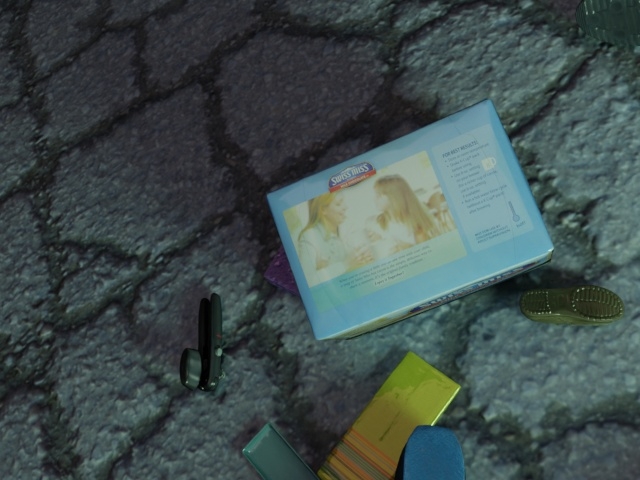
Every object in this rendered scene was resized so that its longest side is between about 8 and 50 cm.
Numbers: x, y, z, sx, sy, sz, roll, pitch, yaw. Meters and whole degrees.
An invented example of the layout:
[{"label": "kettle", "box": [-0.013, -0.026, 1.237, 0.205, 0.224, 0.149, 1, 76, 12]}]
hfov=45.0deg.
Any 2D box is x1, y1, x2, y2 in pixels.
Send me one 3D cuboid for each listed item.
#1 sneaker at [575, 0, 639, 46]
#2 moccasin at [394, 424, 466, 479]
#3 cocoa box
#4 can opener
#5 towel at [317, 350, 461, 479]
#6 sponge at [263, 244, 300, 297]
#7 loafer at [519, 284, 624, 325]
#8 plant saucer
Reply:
[{"label": "sneaker", "box": [0.583, -0.398, 1.251, 0.319, 0.112, 0.131, 2, 50, 22]}, {"label": "moccasin", "box": [0.144, 0.424, 1.021, 0.137, 0.117, 0.342, 13, 63, 8]}, {"label": "cocoa box", "box": [0.137, -0.016, 1.135, 0.347, 0.228, 0.231, -22, 79, 12]}, {"label": "can opener", "box": [-0.192, 0.173, 1.326, 0.059, 0.073, 0.186, -15, 51, 26]}, {"label": "towel", "box": [0.104, 0.288, 1.162, 0.102, 0.021, 0.237, 34, 81, 27]}, {"label": "sponge", "box": [0.000, 0.000, 1.341, 0.117, 0.031, 0.210, 23, 76, 31]}, {"label": "loafer", "box": [0.363, 0.096, 1.124, 0.148, 0.050, 0.056, 5, 70, 9]}, {"label": "plant saucer", "box": [-0.043, 0.368, 1.186, 0.067, 0.018, 0.192, -47, 57, -3]}]
